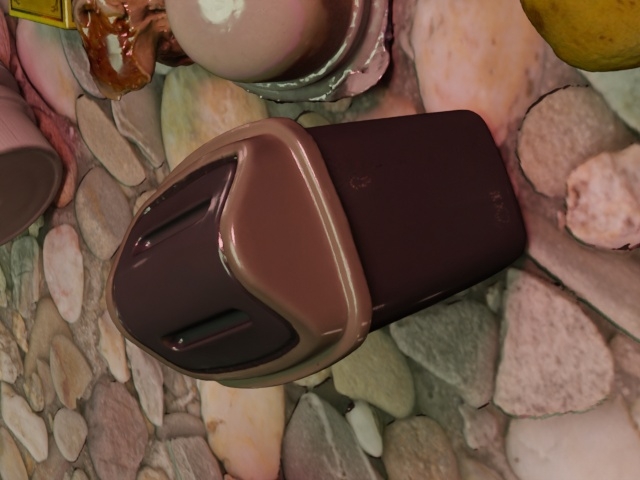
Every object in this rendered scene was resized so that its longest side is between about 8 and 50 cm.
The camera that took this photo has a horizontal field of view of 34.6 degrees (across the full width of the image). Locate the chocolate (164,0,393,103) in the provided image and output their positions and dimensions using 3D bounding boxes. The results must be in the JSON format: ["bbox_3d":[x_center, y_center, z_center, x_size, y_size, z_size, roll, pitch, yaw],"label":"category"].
[{"bbox_3d":[-0.050,-0.193,0.848,0.221,0.147,0.221,10,118,19],"label":"chocolate"}]

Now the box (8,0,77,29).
[{"bbox_3d":[-0.307,-0.360,1.178,0.141,0.064,0.220,20,115,43],"label":"box"}]

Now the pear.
[{"bbox_3d":[0.190,-0.182,0.621,0.149,0.149,0.162,53,128,22],"label":"pear"}]

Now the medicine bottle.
[{"bbox_3d":[-0.502,-0.149,1.326,0.306,0.245,0.245,46,133,18],"label":"medicine bottle"}]

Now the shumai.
[{"bbox_3d":[-0.169,-0.234,1.002,0.209,0.153,0.161,30,136,40],"label":"shumai"}]

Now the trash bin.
[{"bbox_3d":[0.000,0.000,0.782,0.209,0.290,0.182,-25,83,48],"label":"trash bin"}]
